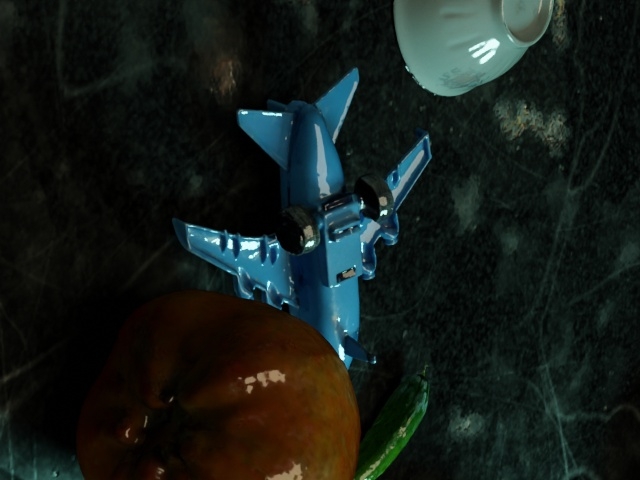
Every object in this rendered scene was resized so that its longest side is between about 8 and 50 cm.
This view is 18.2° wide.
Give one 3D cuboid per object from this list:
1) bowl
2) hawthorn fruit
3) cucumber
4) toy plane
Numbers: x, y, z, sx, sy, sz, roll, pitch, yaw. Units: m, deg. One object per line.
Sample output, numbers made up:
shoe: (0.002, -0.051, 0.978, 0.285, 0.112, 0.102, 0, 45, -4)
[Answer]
bowl: (0.155, -0.219, 1.808, 0.189, 0.086, 0.189, -15, 111, -47)
hawthorn fruit: (-0.063, 0.149, 1.549, 0.261, 0.224, 0.224, 21, 82, -66)
cucumber: (0.061, 0.180, 1.826, 0.168, 0.039, 0.039, -51, 133, -27)
toy plane: (0.000, 0.000, 1.668, 0.254, 0.105, 0.271, -22, 112, -30)
